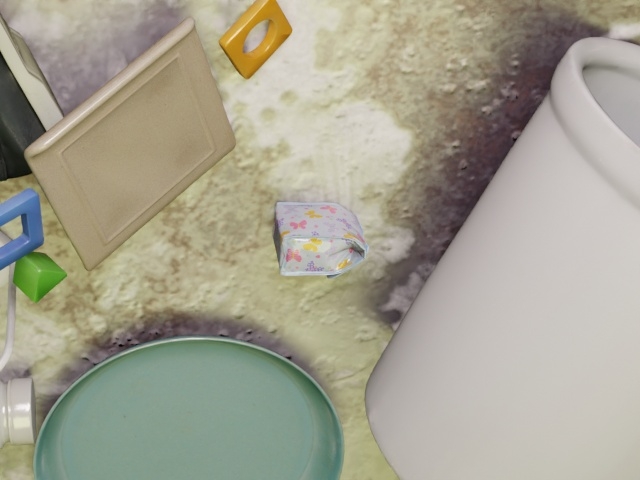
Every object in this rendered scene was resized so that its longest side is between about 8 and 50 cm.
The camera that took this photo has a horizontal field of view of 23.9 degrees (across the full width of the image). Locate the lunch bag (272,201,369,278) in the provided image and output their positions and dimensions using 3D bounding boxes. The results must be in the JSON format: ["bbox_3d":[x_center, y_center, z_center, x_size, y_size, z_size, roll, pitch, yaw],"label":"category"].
[{"bbox_3d":[0.000,0.000,1.422,0.083,0.071,0.053,-2,121,-9],"label":"lunch bag"}]

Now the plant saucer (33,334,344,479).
[{"bbox_3d":[-0.135,0.218,1.558,0.317,0.044,0.318,-4,122,-7],"label":"plant saucer"}]

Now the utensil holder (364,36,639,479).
[{"bbox_3d":[0.261,0.068,1.360,0.327,0.328,0.385,20,118,-20],"label":"utensil holder"}]

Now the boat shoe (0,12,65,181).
[{"bbox_3d":[-0.317,-0.178,1.225,0.113,0.127,0.340,-30,132,-4],"label":"boat shoe"}]

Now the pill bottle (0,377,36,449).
[{"bbox_3d":[-0.348,0.170,1.470,0.137,0.078,0.078,-3,123,-7],"label":"pill bottle"}]

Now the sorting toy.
[{"bbox_3d":[-0.163,-0.086,1.293,0.347,0.047,0.196,-42,152,-17],"label":"sorting toy"}]

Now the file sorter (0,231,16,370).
[{"bbox_3d":[-0.422,0.029,1.312,0.193,0.173,0.278,-37,120,14],"label":"file sorter"}]
